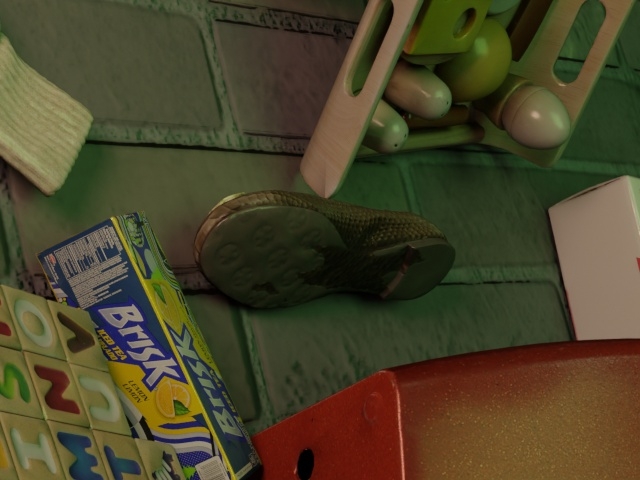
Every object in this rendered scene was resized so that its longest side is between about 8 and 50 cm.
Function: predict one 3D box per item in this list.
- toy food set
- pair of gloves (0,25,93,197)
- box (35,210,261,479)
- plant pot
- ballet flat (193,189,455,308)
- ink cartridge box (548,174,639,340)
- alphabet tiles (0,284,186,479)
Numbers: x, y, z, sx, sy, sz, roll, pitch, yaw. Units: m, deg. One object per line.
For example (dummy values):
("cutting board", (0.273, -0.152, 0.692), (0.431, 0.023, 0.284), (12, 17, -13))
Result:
("toy food set", (0.129, -0.140, 1.179), (0.092, 0.220, 0.306), (36, 27, 28))
("pair of gloves", (-0.226, -0.074, 0.852), (0.204, 0.042, 0.240), (47, 36, -17))
("box", (-0.097, 0.070, 0.924), (0.169, 0.054, 0.059), (65, 13, 1))
("plant pot", (0.087, 0.203, 0.950), (0.235, 0.267, 0.267), (13, 61, -32))
("ballet flat", (0.000, 0.000, 1.091), (0.249, 0.084, 0.058), (4, 36, -49))
("ink cartridge box", (0.309, 0.041, 1.411), (0.217, 0.092, 0.159), (8, 66, -46))
("alphabet tiles", (-0.114, 0.127, 0.792), (0.198, 0.009, 0.237), (25, 37, -60))
